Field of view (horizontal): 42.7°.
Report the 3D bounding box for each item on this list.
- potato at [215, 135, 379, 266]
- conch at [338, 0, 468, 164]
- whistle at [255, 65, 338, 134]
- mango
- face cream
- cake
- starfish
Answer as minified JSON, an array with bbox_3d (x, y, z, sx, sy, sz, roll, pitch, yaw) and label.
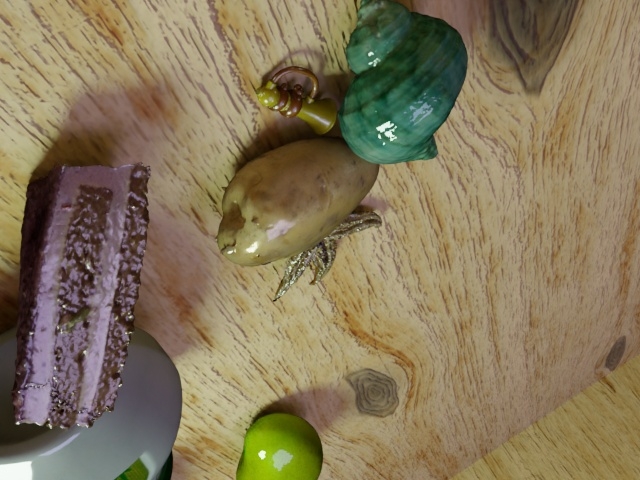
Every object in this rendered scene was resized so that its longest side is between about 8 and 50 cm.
[{"bbox_3d":[-0.032,-0.059,1.029,0.234,0.128,0.161,-38,166,-2],"label":"potato"},{"bbox_3d":[0.086,-0.181,0.944,0.134,0.196,0.202,-5,116,-20],"label":"conch"},{"bbox_3d":[-0.024,-0.163,0.952,0.057,0.046,0.109,-21,156,34],"label":"whistle"},{"bbox_3d":[-0.079,0.452,1.685,0.185,0.149,0.273,-14,140,-28],"label":"mango"},{"bbox_3d":[-0.326,0.251,1.075,0.312,0.219,0.357,-35,156,-18],"label":"face cream"},{"bbox_3d":[-0.261,0.054,0.873,0.116,0.113,0.295,5,96,-37],"label":"cake"},{"bbox_3d":[-0.001,-0.001,1.210,0.240,0.043,0.227,-15,147,-36],"label":"starfish"}]
